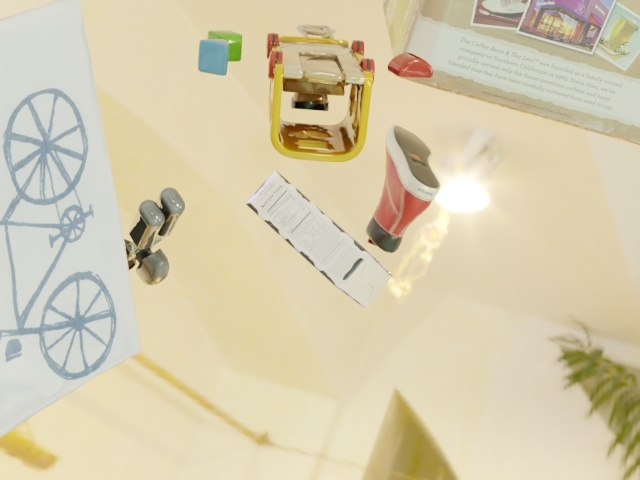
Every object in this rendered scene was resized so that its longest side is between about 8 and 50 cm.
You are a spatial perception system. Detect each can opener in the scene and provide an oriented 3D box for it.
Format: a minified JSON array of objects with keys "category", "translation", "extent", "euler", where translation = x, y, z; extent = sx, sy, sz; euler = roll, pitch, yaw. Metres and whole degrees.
[{"category":"can opener","translation":[-0.251,-0.007,1.717],"extent":[0.093,0.074,0.280],"euler":[53,-21,6]}]

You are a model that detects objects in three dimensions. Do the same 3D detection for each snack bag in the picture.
[{"category":"snack bag","translation":[-0.271,0.015,0.804],"extent":[0.037,0.342,0.323],"euler":[9,-64,32]}]

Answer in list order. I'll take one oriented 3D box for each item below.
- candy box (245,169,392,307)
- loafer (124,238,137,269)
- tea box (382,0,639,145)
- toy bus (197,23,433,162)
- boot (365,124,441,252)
[{"category":"candy box","translation":[0.000,0.000,1.635],"extent":[0.196,0.070,0.165],"euler":[42,0,21]},{"category":"loafer","translation":[-0.408,0.068,1.909],"extent":[0.220,0.078,0.080],"euler":[-24,-37,11]},{"category":"tea box","translation":[0.270,-0.318,1.408],"extent":[0.329,0.323,0.220],"euler":[14,-61,-9]},{"category":"toy bus","translation":[-0.007,-0.141,1.081],"extent":[0.191,0.104,0.202],"euler":[22,25,37]},{"category":"boot","translation":[0.126,-0.089,1.962],"extent":[0.088,0.244,0.176],"euler":[22,-61,-17]}]
